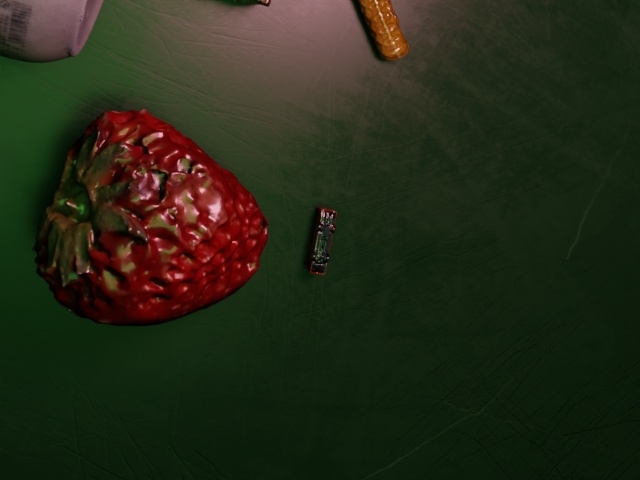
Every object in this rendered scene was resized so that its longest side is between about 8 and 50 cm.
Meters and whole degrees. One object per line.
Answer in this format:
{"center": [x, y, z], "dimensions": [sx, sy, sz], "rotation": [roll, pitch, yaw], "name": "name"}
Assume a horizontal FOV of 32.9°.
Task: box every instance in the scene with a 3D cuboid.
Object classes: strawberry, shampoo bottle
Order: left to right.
{"center": [-0.425, -0.393, 1.481], "dimensions": [0.266, 0.273, 0.273], "rotation": [20, 96, -11], "name": "shampoo bottle"}
{"center": [-0.239, -0.022, 1.651], "dimensions": [0.345, 0.295, 0.318], "rotation": [14, 81, -51], "name": "strawberry"}

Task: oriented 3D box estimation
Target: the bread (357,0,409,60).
{"center": [0.097, -0.365, 1.760], "dimensions": [0.052, 0.044, 0.157], "rotation": [-30, 109, -14], "name": "bread"}

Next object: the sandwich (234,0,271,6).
{"center": [-0.120, -0.479, 1.630], "dimensions": [0.122, 0.128, 0.236], "rotation": [7, 100, -14], "name": "sandwich"}

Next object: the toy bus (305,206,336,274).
{"center": [0.000, 0.000, 1.818], "dimensions": [0.031, 0.043, 0.110], "rotation": [9, 98, -21], "name": "toy bus"}
